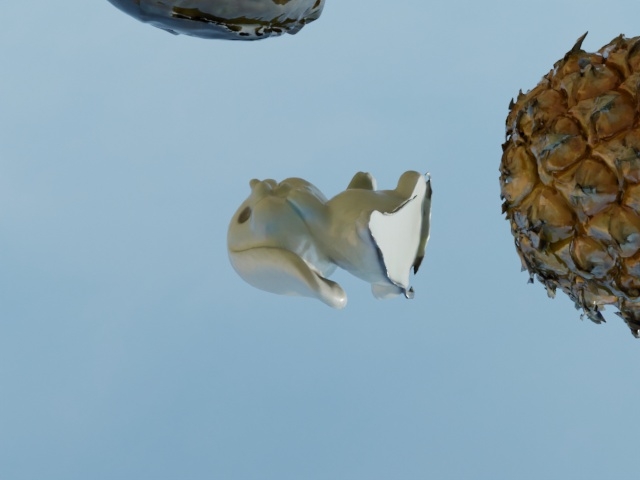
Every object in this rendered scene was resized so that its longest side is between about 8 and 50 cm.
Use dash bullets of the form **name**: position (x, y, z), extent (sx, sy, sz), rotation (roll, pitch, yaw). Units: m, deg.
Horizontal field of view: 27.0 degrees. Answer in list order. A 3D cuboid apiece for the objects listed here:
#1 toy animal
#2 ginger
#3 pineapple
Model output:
- **toy animal**: position (0.019, -0.003, 1.870), extent (0.249, 0.174, 0.289), rotation (-19, -157, -39)
- **ginger**: position (-0.102, -0.278, 1.327), extent (0.321, 0.165, 0.172), rotation (15, -175, -40)
- **pineapple**: position (0.360, -0.058, 1.410), extent (0.300, 0.352, 0.352), rotation (-8, -148, 29)
